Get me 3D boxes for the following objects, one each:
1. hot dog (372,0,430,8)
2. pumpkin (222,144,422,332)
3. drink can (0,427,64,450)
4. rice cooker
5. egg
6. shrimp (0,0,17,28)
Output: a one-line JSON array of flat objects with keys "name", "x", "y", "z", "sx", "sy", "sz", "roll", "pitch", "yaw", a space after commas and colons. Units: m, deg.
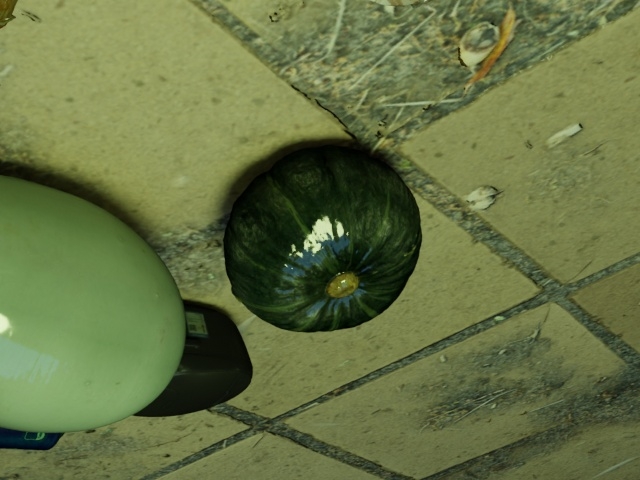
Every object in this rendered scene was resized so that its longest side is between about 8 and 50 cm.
[{"name": "hot dog", "x": 0.124, "y": -0.261, "z": 0.838, "sx": 0.252, "sy": 0.069, "sz": 0.131, "roll": -24, "pitch": 138, "yaw": 12}, {"name": "pumpkin", "x": 0.002, "y": 0.000, "z": 1.129, "sx": 0.211, "sy": 0.152, "sz": 0.211, "roll": -6, "pitch": 130, "yaw": -8}, {"name": "drink can", "x": -0.405, "y": 0.188, "z": 1.305, "sx": 0.205, "sy": 0.118, "sz": 0.118, "roll": 11, "pitch": 141, "yaw": -32}, {"name": "rice cooker", "x": -0.181, "y": 0.143, "z": 1.315, "sx": 0.203, "sy": 0.118, "sz": 0.142, "roll": 12, "pitch": 141, "yaw": -36}, {"name": "egg", "x": -0.290, "y": 0.056, "z": 1.029, "sx": 0.230, "sy": 0.230, "sz": 0.371, "roll": -34, "pitch": 137, "yaw": 30}, {"name": "shrimp", "x": -0.271, "y": -0.185, "z": 0.843, "sx": 0.099, "sy": 0.041, "sz": 0.180, "roll": -22, "pitch": 150, "yaw": -15}]
